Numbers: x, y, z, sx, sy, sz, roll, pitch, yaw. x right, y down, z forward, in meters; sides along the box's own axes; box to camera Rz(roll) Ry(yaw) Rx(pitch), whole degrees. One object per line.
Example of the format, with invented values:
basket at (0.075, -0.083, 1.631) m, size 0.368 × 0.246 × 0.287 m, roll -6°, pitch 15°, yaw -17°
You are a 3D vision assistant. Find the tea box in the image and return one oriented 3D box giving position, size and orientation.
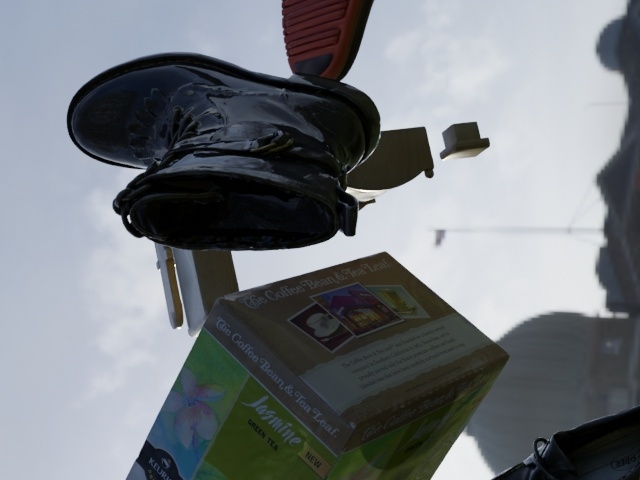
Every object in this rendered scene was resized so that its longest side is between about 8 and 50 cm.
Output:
tea box at (-0.007, 0.218, 1.406) m, size 0.329 × 0.220 × 0.323 m, roll -15°, pitch -42°, yaw -52°

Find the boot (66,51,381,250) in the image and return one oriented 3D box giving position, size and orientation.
boot at (-0.086, -0.058, 0.811) m, size 0.229 × 0.263 × 0.091 m, roll -57°, pitch -34°, yaw -65°

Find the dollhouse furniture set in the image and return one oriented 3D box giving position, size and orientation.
dollhouse furniture set at (0.000, 0.000, 1.476) m, size 0.356 × 0.303 × 0.173 m, roll -8°, pitch -101°, yaw -20°

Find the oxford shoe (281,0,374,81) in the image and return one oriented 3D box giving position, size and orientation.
oxford shoe at (0.039, -0.247, 1.054) m, size 0.098 × 0.097 × 0.271 m, roll 29°, pitch -113°, yaw -42°

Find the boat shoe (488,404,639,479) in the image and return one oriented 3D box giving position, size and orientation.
boat shoe at (0.310, 0.275, 1.457) m, size 0.127 × 0.340 × 0.113 m, roll -105°, pitch -3°, yaw -54°
